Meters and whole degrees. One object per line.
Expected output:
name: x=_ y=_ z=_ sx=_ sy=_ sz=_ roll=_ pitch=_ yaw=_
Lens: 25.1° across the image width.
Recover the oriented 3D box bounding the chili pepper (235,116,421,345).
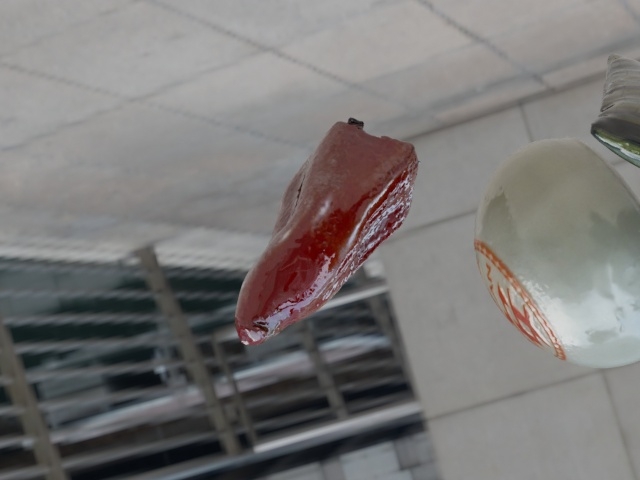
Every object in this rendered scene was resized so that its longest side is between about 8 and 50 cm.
chili pepper: x=0.000 y=0.000 z=1.342 sx=0.144 sy=0.136 sz=0.253 roll=-11 pitch=-150 yaw=34

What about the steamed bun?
steamed bun: x=0.227 y=0.023 z=1.360 sx=0.145 sy=0.232 sz=0.232 roll=-30 pitch=173 yaw=-5

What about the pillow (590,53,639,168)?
pillow: x=0.291 y=-0.061 z=1.016 sx=0.052 sy=0.208 sz=0.212 roll=-62 pitch=177 yaw=26
